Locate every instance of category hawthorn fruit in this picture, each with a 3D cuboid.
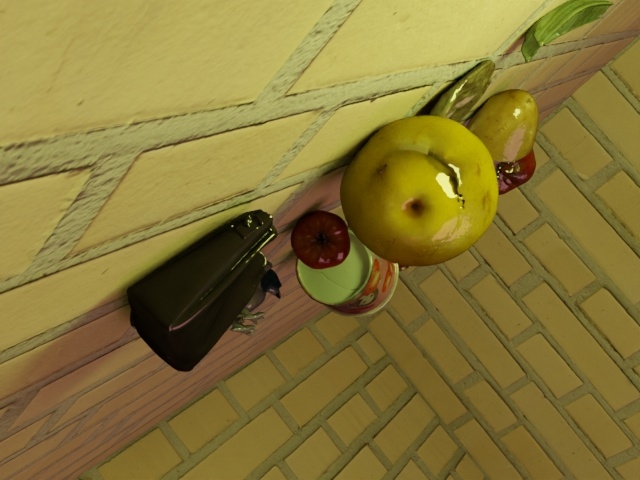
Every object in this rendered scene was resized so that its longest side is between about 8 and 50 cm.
[{"bbox_3d":[0.585,-0.269,2.391,0.224,0.224,0.261,-45,-177,34],"label":"hawthorn fruit"},{"bbox_3d":[-0.003,0.004,1.537,0.125,0.125,0.140,-34,179,-35],"label":"hawthorn fruit"}]

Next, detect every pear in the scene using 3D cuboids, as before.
[{"bbox_3d":[0.174,-0.099,1.354,0.285,0.285,0.336,-40,-158,5],"label":"pear"}]

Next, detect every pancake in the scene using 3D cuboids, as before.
[{"bbox_3d":[0.266,-0.272,1.494,0.242,0.050,0.242,-46,172,-9],"label":"pancake"}]

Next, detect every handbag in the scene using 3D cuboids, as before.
[{"bbox_3d":[-0.178,0.074,1.180,0.257,0.113,0.285,-42,167,-20],"label":"handbag"}]

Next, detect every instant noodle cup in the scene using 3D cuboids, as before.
[{"bbox_3d":[0.059,0.070,1.863,0.243,0.243,0.231,-40,164,7],"label":"instant noodle cup"}]

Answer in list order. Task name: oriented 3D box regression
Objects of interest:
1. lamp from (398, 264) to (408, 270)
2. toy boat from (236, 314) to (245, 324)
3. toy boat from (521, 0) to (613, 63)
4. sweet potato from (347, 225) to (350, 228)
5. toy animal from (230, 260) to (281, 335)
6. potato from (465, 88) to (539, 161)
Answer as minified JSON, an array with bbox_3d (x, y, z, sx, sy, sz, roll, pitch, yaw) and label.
[{"bbox_3d":[0.210,-0.008,2.164,0.223,0.197,0.223,-12,-159,5],"label":"lamp"},{"bbox_3d":[-0.214,0.168,1.733,0.084,0.066,0.210,-4,176,-7],"label":"toy boat"},{"bbox_3d":[0.507,-0.453,1.543,0.293,0.055,0.093,-33,169,-32],"label":"toy boat"},{"bbox_3d":[0.040,0.020,2.069,0.255,0.058,0.078,-42,-172,3],"label":"sweet potato"},{"bbox_3d":[-0.175,0.114,1.551,0.255,0.176,0.239,17,128,-38],"label":"toy animal"},{"bbox_3d":[0.481,-0.313,1.888,0.203,0.178,0.158,-9,144,-22],"label":"potato"}]
